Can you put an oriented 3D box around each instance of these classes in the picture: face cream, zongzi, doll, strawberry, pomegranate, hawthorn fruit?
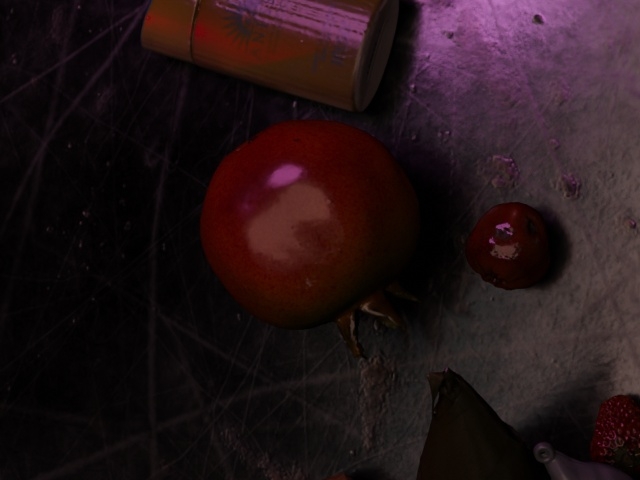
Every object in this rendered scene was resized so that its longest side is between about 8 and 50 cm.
[{"bbox_3d":[-0.059,-0.239,1.905,0.285,0.067,0.139,18,93,26],"label":"face cream"},{"bbox_3d":[0.124,0.282,1.642,0.123,0.289,0.260,10,73,23],"label":"zongzi"},{"bbox_3d":[0.281,0.272,1.673,0.102,0.075,0.227,-38,105,17],"label":"doll"},{"bbox_3d":[0.298,0.191,1.715,0.073,0.073,0.083,-29,39,23],"label":"strawberry"},{"bbox_3d":[0.000,0.000,1.791,0.221,0.221,0.257,-32,85,22],"label":"pomegranate"},{"bbox_3d":[0.192,0.003,1.766,0.093,0.093,0.093,-1,87,27],"label":"hawthorn fruit"}]

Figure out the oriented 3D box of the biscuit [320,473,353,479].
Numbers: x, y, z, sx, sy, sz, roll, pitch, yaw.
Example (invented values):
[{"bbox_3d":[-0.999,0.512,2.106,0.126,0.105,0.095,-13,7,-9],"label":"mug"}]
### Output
[{"bbox_3d":[-0.054,0.413,1.809,0.269,0.051,0.376,17,76,57],"label":"biscuit"}]
